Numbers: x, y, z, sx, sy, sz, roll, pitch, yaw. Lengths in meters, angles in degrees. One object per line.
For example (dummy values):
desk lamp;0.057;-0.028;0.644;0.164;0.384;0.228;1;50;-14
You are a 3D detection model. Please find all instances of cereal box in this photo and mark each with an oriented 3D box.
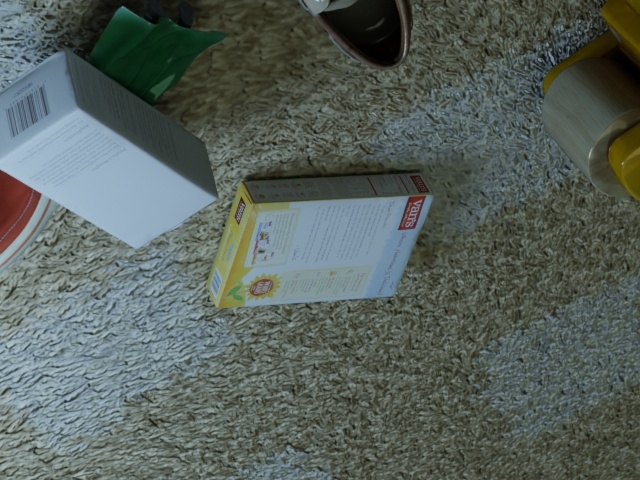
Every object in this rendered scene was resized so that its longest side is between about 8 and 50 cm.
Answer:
cereal box;0.000;0.000;2.322;0.240;0.047;0.173;-3;135;-27

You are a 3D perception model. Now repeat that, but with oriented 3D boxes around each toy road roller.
toy road roller;0.383;-0.230;2.182;0.329;0.202;0.240;-35;128;2

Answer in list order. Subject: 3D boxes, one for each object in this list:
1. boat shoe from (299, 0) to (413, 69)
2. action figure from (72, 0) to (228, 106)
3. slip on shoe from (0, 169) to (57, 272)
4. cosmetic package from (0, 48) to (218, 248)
boat shoe;0.013;-0.287;1.968;0.123;0.116;0.324;-35;140;8
action figure;-0.216;-0.158;2.022;0.137;0.063;0.232;15;132;-41
slip on shoe;-0.423;0.002;2.043;0.331;0.123;0.101;-24;137;4
cosmetic package;-0.219;-0.089;1.997;0.117;0.085;0.231;-30;145;20
